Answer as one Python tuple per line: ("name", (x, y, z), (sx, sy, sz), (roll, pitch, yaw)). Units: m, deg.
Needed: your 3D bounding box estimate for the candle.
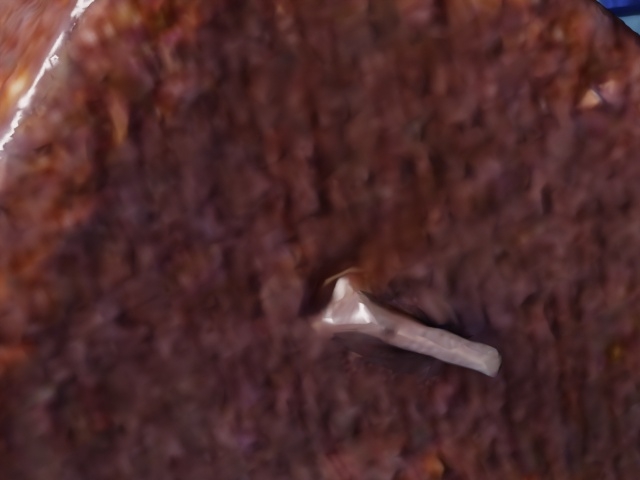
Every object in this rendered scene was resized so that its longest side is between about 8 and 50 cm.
("candle", (0.000, 0.000, 0.498), (0.317, 0.131, 0.287), (-14, 110, -18))
